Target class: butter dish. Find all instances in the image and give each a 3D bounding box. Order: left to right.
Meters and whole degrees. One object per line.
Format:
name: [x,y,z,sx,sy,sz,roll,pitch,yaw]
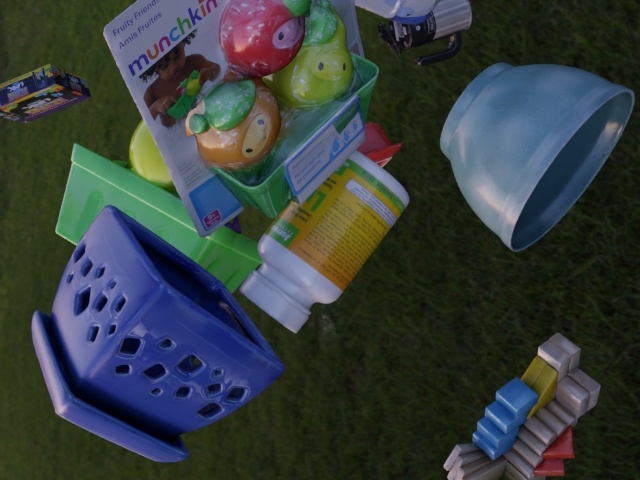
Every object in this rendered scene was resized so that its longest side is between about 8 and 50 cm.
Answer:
butter dish: [0.065,-0.191,1.599,0.160,0.160,0.118,141,109,-76]

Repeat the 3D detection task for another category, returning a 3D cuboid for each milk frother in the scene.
milk frother: [0.193,-0.414,1.521,0.143,0.135,0.129,53,158,45]

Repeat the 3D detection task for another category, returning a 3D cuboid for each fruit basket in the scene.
fruit basket: [-0.261,-0.098,1.448,0.392,0.283,0.392,-4,76,18]
fruit basket: [-0.057,-0.196,0.908,0.165,0.353,0.327,36,68,23]

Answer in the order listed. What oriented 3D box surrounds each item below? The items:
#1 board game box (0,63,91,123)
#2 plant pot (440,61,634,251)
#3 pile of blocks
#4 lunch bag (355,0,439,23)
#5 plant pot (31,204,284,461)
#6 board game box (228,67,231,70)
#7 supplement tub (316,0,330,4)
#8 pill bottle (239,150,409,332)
board game box: [-0.584,-0.298,1.639,0.170,0.141,0.048,-18,84,13]
plant pot: [0.314,-0.157,1.244,0.196,0.293,0.293,40,110,23]
pile of blocks: [0.276,0.310,1.123,0.112,0.149,0.362,40,112,41]
lunch bag: [0.067,-0.454,1.132,0.115,0.303,0.243,133,154,-59]
plant pot: [-0.227,0.132,1.030,0.212,0.236,0.236,-49,40,2]
board game box: [-0.282,-0.446,2.098,0.302,0.308,0.086,-63,33,35]
supplement tub: [-0.038,-0.437,1.535,0.207,0.207,0.338,1,103,46]
pill bottle: [0.000,0.000,1.103,0.245,0.136,0.136,-53,45,-4]
